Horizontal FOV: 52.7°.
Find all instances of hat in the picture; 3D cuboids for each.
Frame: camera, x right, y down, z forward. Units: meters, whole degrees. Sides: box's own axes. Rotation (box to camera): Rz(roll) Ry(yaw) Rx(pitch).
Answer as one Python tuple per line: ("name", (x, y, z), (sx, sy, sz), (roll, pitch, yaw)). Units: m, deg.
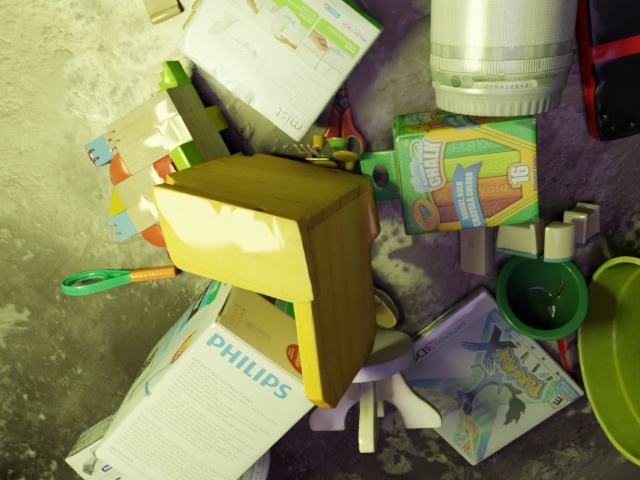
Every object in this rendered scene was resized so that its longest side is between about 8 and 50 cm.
("hat", (0.435, 0.143, 1.304), (0.173, 0.183, 0.208), (1, 70, 10))

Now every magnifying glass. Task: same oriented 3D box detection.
("magnifying glass", (-0.413, 0.078, 1.328), (0.231, 0.092, 0.026), (-9, 109, -3))

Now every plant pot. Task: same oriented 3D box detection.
("plant pot", (0.718, 0.201, 1.155), (0.353, 0.366, 0.366), (-3, 113, -7))

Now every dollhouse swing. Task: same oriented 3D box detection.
("dollhouse swing", (-0.068, 0.051, 1.054), (0.315, 0.347, 0.305), (14, 110, 16))

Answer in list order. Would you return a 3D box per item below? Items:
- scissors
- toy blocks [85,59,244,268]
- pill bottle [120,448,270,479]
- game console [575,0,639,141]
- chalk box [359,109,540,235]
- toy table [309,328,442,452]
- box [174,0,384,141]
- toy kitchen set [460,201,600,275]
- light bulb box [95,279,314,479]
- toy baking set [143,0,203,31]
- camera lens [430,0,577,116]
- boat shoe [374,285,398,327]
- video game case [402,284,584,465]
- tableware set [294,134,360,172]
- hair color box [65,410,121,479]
("scissors", (0.048, -0.251, 1.181), (0.109, 0.021, 0.297), (12, 112, 3))
("toy blocks", (-0.286, -0.094, 1.189), (0.261, 0.191, 0.381), (-25, 99, 24))
("pill bottle", (-0.266, 0.464, 1.380), (0.283, 0.161, 0.161), (17, 114, -25))
("game console", (0.627, -0.368, 1.066), (0.387, 0.060, 0.342), (-13, 114, 10))
("chalk box", (0.216, -0.126, 1.129), (0.289, 0.179, 0.180), (-8, 111, 8))
("toy table", (0.099, 0.279, 1.233), (0.252, 0.274, 0.160), (-4, 94, 23))
("box", (-0.066, -0.340, 1.084), (0.262, 0.127, 0.231), (36, 112, -5))
("toy kitchen set", (0.397, -0.005, 1.228), (0.207, 0.166, 0.122), (14, 118, 40))
("light bulb box", (-0.180, 0.243, 1.220), (0.225, 0.358, 0.361), (38, 109, -12))
("toy baking set", (-0.238, -0.491, 1.099), (0.197, 0.030, 0.256), (43, 110, -12))
("camera lens", (0.283, -0.349, 1.008), (0.219, 0.219, 0.274), (0, 112, 5))
("boat shoe", (0.090, 0.124, 1.285), (0.068, 0.072, 0.190), (-40, 117, 18))
("video game case", (0.334, 0.296, 1.369), (0.300, 0.036, 0.329), (-41, 103, 19))
("tableware set", (0.024, -0.153, 1.143), (0.104, 0.154, 0.024), (3, 78, 21))
("hair color box", (-0.398, 0.553, 1.503), (0.185, 0.110, 0.339), (-32, 108, 17))
